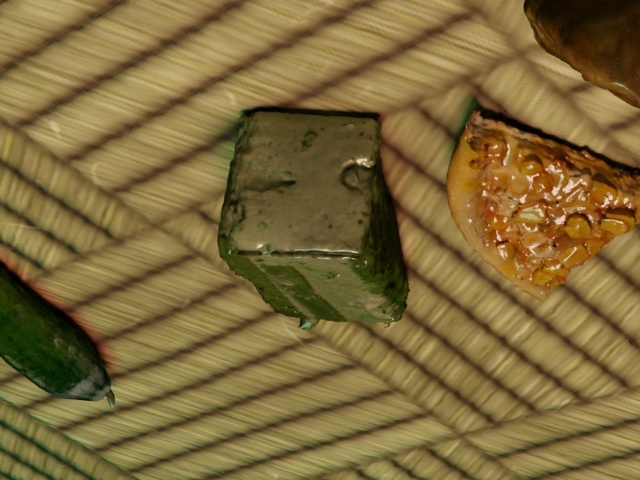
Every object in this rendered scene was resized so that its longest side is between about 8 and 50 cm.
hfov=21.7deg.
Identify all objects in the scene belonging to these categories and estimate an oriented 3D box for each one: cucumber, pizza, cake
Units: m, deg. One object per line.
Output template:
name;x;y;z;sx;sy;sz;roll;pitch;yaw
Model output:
cucumber;-0.230;0.068;1.285;0.056;0.056;0.250;-12;138;32
pizza;0.145;-0.017;1.048;0.130;0.041;0.178;3;145;12
cake;0.005;-0.007;1.120;0.100;0.099;0.235;4;166;12

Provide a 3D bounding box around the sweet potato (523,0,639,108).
sweet potato;0.286;-0.097;0.796;0.369;0.158;0.158;-8;142;11
